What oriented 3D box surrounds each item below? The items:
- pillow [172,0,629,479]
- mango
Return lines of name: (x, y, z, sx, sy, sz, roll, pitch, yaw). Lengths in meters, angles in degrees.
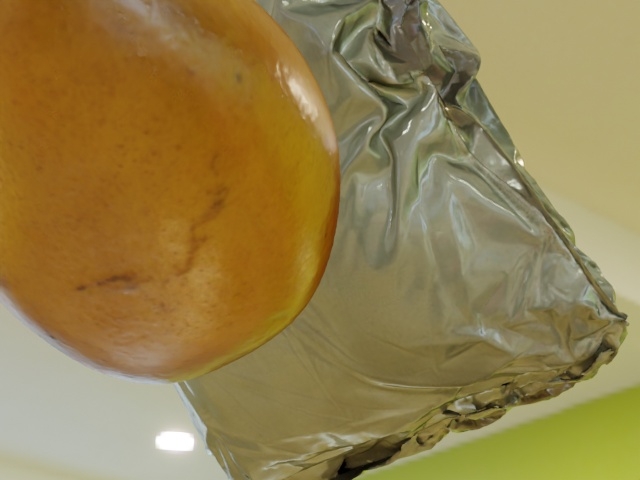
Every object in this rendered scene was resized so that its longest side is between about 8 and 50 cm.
pillow: (0.000, 0.000, 0.775, 0.138, 0.283, 0.310, -20, -9, -45)
mango: (-0.066, -0.028, 0.497, 0.144, 0.112, 0.219, 4, -28, 8)
